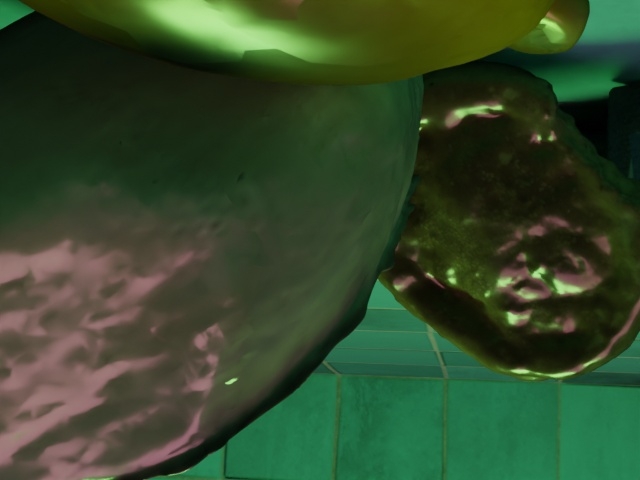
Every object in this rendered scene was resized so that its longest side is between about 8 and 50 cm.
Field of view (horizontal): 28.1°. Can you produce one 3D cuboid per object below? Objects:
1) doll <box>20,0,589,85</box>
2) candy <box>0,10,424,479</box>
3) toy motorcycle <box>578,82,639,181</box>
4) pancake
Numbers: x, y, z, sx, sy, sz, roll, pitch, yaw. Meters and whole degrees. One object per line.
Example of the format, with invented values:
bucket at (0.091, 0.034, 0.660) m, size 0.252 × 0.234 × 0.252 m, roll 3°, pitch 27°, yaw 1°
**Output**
doll at (-0.111, -0.158, 0.380) m, size 0.348 × 0.161 × 0.423 m, roll 12°, pitch 174°, yaw 23°
candy at (-0.121, -0.020, 0.655) m, size 0.386 × 0.186 × 0.427 m, roll -26°, pitch -166°, yaw 26°
toy motorcycle at (0.152, -0.035, 0.988) m, size 0.358 × 0.125 × 0.212 m, roll -7°, pitch 156°, yaw 30°
pancake at (0.120, -0.007, 0.877) m, size 0.222 × 0.236 × 0.042 m, roll -20°, pitch -168°, yaw 34°
